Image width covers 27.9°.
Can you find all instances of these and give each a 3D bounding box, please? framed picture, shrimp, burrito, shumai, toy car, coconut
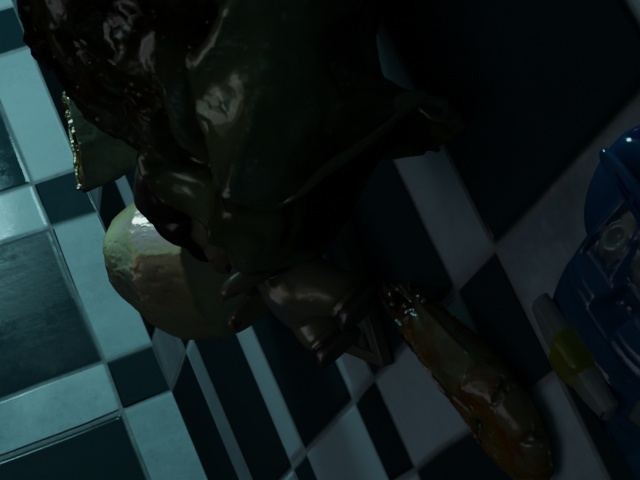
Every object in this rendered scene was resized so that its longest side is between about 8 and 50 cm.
[{"bbox_3d":[0.000,0.000,1.670,0.232,0.024,0.315,9,118,68],"label":"framed picture"},{"bbox_3d":[0.145,0.140,1.341,0.294,0.062,0.154,54,162,37],"label":"shrimp"},{"bbox_3d":[-0.235,-0.175,1.745,0.143,0.299,0.105,47,145,22],"label":"burrito"},{"bbox_3d":[-0.071,-0.144,1.200,0.395,0.395,0.348,123,127,-68],"label":"shumai"},{"bbox_3d":[0.229,0.063,0.853,0.314,0.166,0.198,95,153,-54],"label":"toy car"},{"bbox_3d":[-0.193,0.031,1.970,0.259,0.259,0.259,56,157,38],"label":"coconut"}]

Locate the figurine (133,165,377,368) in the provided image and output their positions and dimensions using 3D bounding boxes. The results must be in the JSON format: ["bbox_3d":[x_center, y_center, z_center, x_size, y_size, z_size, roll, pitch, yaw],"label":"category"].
[{"bbox_3d":[-0.082,-0.024,1.574,0.380,0.203,0.248,49,161,20],"label":"figurine"}]
